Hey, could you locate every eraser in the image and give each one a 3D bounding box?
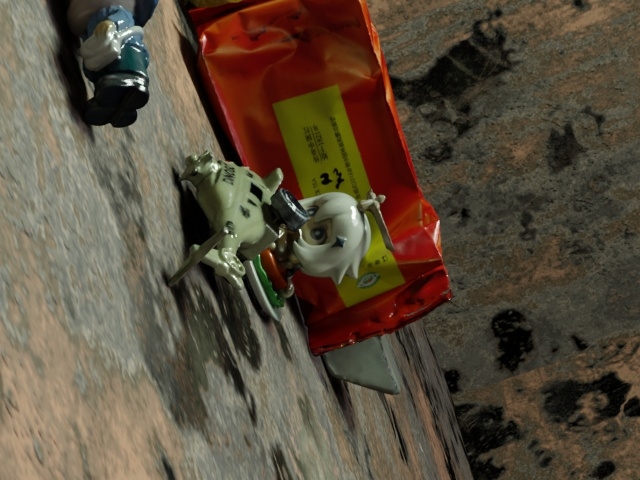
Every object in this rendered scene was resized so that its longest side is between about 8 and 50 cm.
[{"bbox_3d":[0.003,0.027,1.840,0.111,0.077,0.352,-86,155,-82],"label":"eraser"}]

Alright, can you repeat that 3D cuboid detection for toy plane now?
[{"bbox_3d":[-0.075,-0.015,1.259,0.108,0.092,0.286,46,12,-15],"label":"toy plane"}]

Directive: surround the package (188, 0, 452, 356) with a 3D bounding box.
[{"bbox_3d":[0.006,-0.092,1.675,0.123,0.196,0.423,-98,168,-67],"label":"package"}]

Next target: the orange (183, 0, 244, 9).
[{"bbox_3d":[-0.097,-0.303,1.729,0.156,0.134,0.156,52,14,-18],"label":"orange"}]

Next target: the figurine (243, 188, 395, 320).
[{"bbox_3d":[0.000,0.000,1.511,0.132,0.154,0.132,-19,90,-84],"label":"figurine"}]

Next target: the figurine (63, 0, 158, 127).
[{"bbox_3d":[-0.148,-0.155,1.078,0.086,0.087,0.149,124,-41,-49],"label":"figurine"}]
